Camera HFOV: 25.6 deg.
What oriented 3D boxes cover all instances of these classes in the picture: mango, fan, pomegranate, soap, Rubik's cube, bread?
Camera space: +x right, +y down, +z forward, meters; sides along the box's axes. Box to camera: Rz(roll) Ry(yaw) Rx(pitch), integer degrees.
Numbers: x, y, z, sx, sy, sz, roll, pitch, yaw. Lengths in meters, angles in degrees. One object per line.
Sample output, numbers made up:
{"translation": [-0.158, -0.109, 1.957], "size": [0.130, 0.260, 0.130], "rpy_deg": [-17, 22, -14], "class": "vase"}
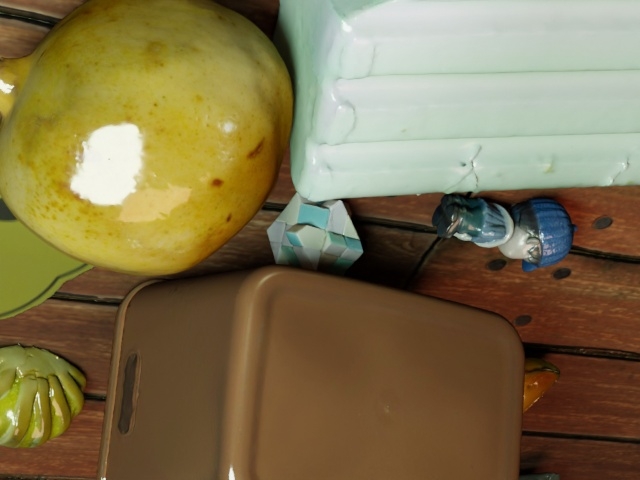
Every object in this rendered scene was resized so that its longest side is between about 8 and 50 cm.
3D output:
{"translation": [0.185, 0.184, 1.613], "size": [0.187, 0.066, 0.101], "rpy_deg": [-31, 132, 11], "class": "mango"}
{"translation": [-0.358, 0.002, 1.251], "size": [0.335, 0.011, 0.230], "rpy_deg": [5, 138, -27], "class": "fan"}
{"translation": [-0.133, -0.077, 1.064], "size": [0.233, 0.233, 0.233], "rpy_deg": [-9, 142, -7], "class": "pomegranate"}
{"translation": [0.201, -0.171, 1.104], "size": [0.446, 0.156, 0.261], "rpy_deg": [-3, 140, -15], "class": "soap"}
{"translation": [-0.003, 0.001, 1.316], "size": [0.075, 0.073, 0.084], "rpy_deg": [1, 141, -21], "class": "Rubik's cube"}
{"translation": [-0.307, 0.161, 1.403], "size": [0.157, 0.094, 0.083], "rpy_deg": [23, 133, -28], "class": "bread"}

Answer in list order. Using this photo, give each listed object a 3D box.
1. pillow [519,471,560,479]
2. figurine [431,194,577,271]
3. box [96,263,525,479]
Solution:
{"translation": [0.146, 0.397, 1.827], "size": [0.326, 0.101, 0.228], "rpy_deg": [-3, 139, -5], "class": "pillow"}
{"translation": [0.182, -0.018, 1.368], "size": [0.136, 0.077, 0.079], "rpy_deg": [24, 111, -23], "class": "figurine"}
{"translation": [0.000, 0.162, 1.320], "size": [0.339, 0.239, 0.229], "rpy_deg": [13, 164, -32], "class": "box"}
